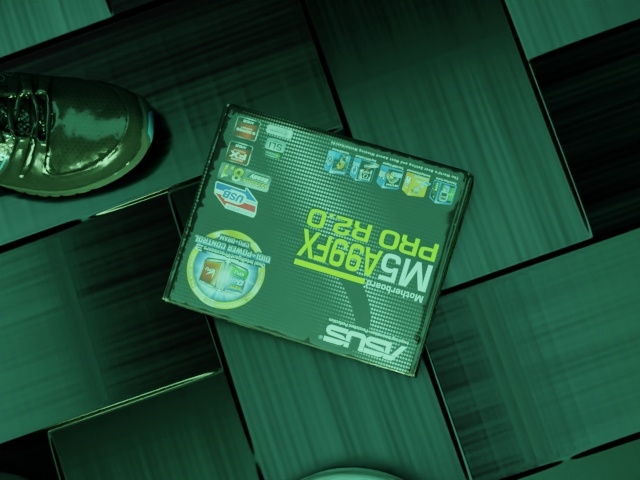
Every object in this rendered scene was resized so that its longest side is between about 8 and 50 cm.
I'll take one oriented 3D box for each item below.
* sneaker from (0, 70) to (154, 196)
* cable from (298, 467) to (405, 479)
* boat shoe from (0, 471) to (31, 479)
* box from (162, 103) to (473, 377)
[{"bbox_3d":[-0.346,-0.118,1.443,0.340,0.139,0.125,0,80,5],"label":"sneaker"},{"bbox_3d":[0.028,0.353,1.359,0.257,0.089,0.257,-18,80,4],"label":"cable"},{"bbox_3d":[-0.448,0.268,1.417,0.306,0.113,0.105,12,89,-8],"label":"boat shoe"},{"bbox_3d":[0.000,0.000,1.427,0.270,0.060,0.216,17,84,9],"label":"box"}]
